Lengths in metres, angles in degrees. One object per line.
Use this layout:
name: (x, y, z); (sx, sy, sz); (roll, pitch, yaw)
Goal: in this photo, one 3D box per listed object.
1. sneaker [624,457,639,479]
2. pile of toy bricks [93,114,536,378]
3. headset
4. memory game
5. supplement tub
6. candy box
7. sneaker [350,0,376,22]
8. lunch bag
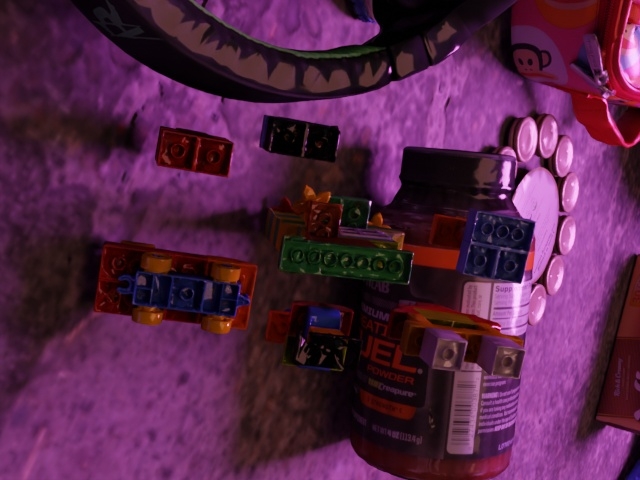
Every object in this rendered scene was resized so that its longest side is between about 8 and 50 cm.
sneaker: (0.394, 0.247, 1.046); (0.152, 0.058, 0.084); (-13, 114, -54)
pile of toy bricks: (0.000, 0.000, 0.459); (0.212, 0.105, 0.118); (9, 98, -14)
headset: (0.030, -0.219, 0.439); (0.394, 0.185, 0.243); (-31, 109, -25)
memory game: (0.171, -0.013, 0.746); (0.186, 0.012, 0.186); (-15, 109, -50)
supplement tub: (0.077, 0.042, 0.566); (0.106, 0.106, 0.197); (-3, 100, -51)
candy box: (0.368, 0.115, 0.945); (0.053, 0.109, 0.186); (30, 75, -50)
sneaker: (0.077, -0.163, 0.556); (0.135, 0.058, 0.052); (-39, 127, -40)
lunch bag: (0.263, -0.206, 0.741); (0.293, 0.120, 0.258); (-5, 106, -49)
